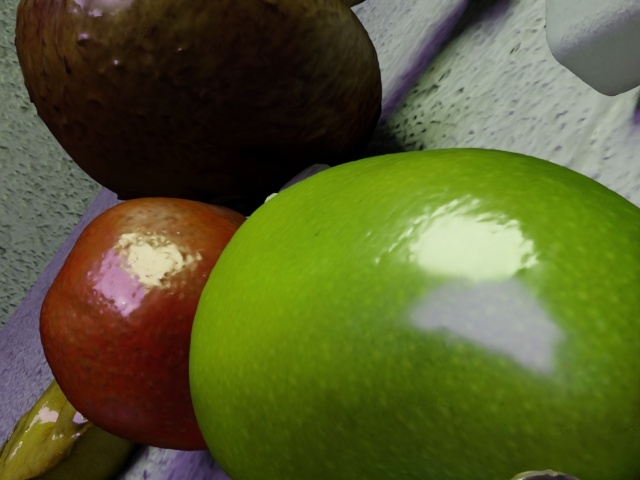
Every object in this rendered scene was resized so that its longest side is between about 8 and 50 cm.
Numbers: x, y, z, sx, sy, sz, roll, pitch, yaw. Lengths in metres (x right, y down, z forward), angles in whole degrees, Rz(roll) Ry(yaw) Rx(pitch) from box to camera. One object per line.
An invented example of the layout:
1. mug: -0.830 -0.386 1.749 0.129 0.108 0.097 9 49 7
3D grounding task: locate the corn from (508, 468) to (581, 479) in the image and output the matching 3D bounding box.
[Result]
1. corn: 0.050 0.205 0.330 0.106 0.106 0.293 -24 35 59

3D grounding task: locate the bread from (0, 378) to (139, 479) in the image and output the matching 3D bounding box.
1. bread: -0.226 0.180 1.157 0.233 0.088 0.161 -43 24 24

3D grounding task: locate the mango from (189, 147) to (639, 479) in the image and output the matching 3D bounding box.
1. mango: 0.045 0.048 0.551 0.192 0.156 0.343 -57 18 -13

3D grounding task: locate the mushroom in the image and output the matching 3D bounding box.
1. mushroom: -0.066 -0.185 1.004 0.331 0.334 0.356 -19 -49 -76

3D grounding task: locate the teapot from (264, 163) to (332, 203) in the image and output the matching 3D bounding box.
1. teapot: 0.000 0.000 0.854 0.077 0.107 0.200 -41 19 7

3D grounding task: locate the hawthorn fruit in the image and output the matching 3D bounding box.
1. hawthorn fruit: -0.092 0.070 0.892 0.225 0.196 0.197 25 79 49

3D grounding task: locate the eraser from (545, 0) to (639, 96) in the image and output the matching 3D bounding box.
1. eraser: 0.239 -0.193 0.614 0.270 0.094 0.174 -28 33 58
